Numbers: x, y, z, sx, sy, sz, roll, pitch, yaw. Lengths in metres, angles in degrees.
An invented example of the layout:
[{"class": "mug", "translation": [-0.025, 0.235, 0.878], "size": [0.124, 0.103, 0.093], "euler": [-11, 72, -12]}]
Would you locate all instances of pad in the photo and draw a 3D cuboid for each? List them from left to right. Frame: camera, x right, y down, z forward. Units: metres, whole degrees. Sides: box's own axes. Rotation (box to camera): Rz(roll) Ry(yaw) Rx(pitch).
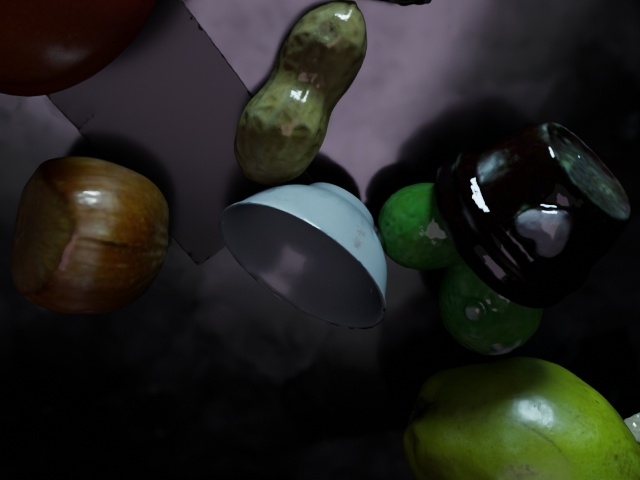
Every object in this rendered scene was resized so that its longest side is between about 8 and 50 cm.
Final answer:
[{"class": "pad", "translation": [-0.140, -0.107, 0.658], "size": [0.163, 0.004, 0.243], "euler": [-35, 110, 8]}]

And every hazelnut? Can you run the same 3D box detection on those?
[{"class": "hazelnut", "translation": [-0.217, -0.002, 0.624], "size": [0.150, 0.150, 0.150], "euler": [-2, 111, -4]}]

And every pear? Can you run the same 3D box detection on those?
[{"class": "pear", "translation": [0.222, 0.233, 0.709], "size": [0.269, 0.212, 0.213], "euler": [20, 108, -5]}]

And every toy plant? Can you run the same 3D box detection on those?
[{"class": "toy plant", "translation": [0.178, 0.003, 0.650], "size": [0.218, 0.175, 0.235], "euler": [41, 130, -10]}]

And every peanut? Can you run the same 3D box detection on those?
[{"class": "peanut", "translation": [-0.019, -0.137, 0.610], "size": [0.089, 0.089, 0.193], "euler": [24, 104, -13]}]

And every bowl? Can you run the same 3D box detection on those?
[{"class": "bowl", "translation": [0.000, 0.000, 0.651], "size": [0.189, 0.189, 0.086], "euler": [44, 62, -18]}]

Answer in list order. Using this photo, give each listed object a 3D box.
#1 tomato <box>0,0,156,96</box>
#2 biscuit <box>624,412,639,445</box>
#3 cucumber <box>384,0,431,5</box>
[{"class": "tomato", "translation": [-0.243, -0.255, 0.457], "size": [0.226, 0.298, 0.299], "euler": [-38, 110, -8]}, {"class": "biscuit", "translation": [0.543, 0.197, 0.782], "size": [0.378, 0.094, 0.054], "euler": [-25, 117, 6]}, {"class": "cucumber", "translation": [-0.041, -0.260, 0.578], "size": [0.293, 0.067, 0.068], "euler": [7, 110, -6]}]
